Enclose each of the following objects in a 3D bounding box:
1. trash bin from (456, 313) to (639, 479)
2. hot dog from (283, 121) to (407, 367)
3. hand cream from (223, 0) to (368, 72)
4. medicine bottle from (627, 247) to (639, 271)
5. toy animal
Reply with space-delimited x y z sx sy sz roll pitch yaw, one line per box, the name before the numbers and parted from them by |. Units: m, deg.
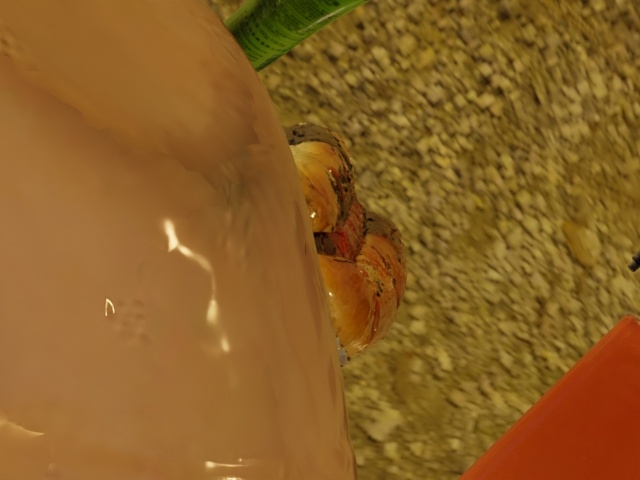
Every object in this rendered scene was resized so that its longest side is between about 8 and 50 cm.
trash bin | 0.178 0.185 1.036 0.184 0.161 0.238 41 82 19
hot dog | 0.000 0.000 0.969 0.075 0.268 0.144 -26 97 9
hand cream | -0.013 -0.084 0.593 0.036 0.122 0.023 46 61 -10
medicine bottle | 0.366 -0.037 1.538 0.199 0.057 0.057 -42 71 -11
toy animal | -0.073 0.023 0.367 0.154 0.166 0.250 -29 76 26
